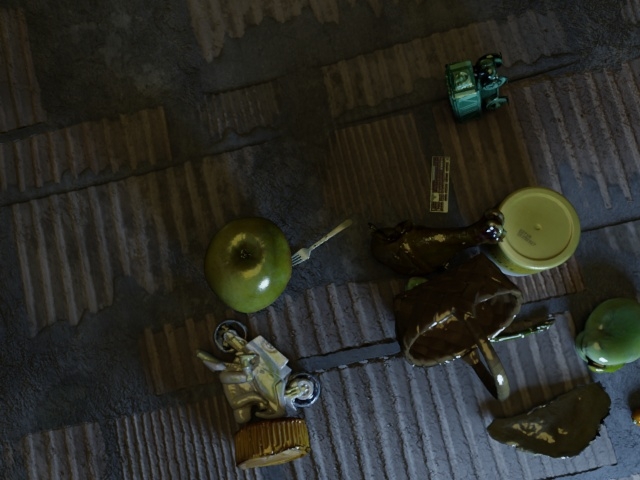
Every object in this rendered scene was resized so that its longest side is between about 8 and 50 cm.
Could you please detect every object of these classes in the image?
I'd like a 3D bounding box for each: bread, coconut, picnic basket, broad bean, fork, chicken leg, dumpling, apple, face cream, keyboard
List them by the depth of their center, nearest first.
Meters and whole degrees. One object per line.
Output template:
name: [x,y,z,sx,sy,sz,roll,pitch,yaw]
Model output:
picnic basket: [0.371,0.243,1.341,0.337,0.293,0.337,-9,54,13]
bread: [-0.128,0.521,1.409,0.199,0.199,0.104,-13,62,1]
dumpling: [0.617,0.498,1.413,0.332,0.086,0.166,-22,48,0]
chicken leg: [0.307,0.022,1.428,0.361,0.211,0.140,-2,64,28]
broad bean: [0.782,0.252,1.437,0.169,0.100,0.228,35,83,1]
face cream: [0.551,-0.020,1.450,0.218,0.179,0.218,-1,81,3]
apple: [-0.197,0.063,1.476,0.260,0.194,0.261,-1,74,5]
coconut: [0.273,0.137,1.495,0.082,0.083,0.081,35,56,-29]
fork: [0.001,0.002,1.563,0.219,0.028,0.034,-36,73,-6]
keyboard: [0.347,-0.163,1.567,0.055,0.017,0.166,4,82,3]

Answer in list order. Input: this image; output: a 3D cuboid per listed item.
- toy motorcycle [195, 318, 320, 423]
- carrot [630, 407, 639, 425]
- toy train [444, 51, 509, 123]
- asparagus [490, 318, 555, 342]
toy motorcycle: [-0.183,0.376,1.470,0.340,0.108,0.223,39,79,1]
carrot: [0.929,0.424,1.428,0.247,0.043,0.043,-23,80,-2]
toy train: [0.428,-0.419,1.486,0.154,0.269,0.115,-11,82,18]
asparagus: [0.530,0.254,1.486,0.236,0.027,0.034,-13,91,2]
